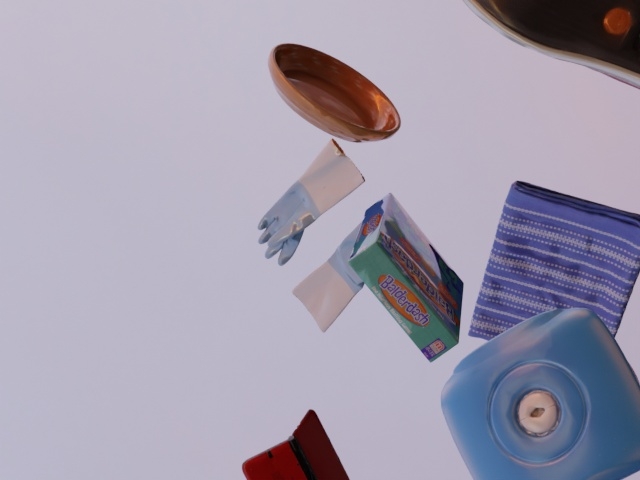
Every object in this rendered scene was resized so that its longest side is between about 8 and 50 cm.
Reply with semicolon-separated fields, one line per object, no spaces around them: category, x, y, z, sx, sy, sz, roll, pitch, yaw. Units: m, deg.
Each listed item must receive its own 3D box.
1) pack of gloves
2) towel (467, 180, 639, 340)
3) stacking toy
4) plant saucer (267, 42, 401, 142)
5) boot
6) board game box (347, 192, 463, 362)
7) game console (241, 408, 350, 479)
pack of gloves;0.000;0.000;1.943;0.046;0.232;0.195;-19;-112;-50
towel;0.392;0.068;2.193;0.040;0.243;0.336;-63;-13;-52
stacking toy;0.260;0.179;1.296;0.302;0.175;0.165;22;-141;-59
plant saucer;0.014;-0.191;1.774;0.200;0.037;0.200;26;-153;-14
boot;0.207;-0.151;0.960;0.088;0.244;0.176;-61;-17;7
board game box;0.110;0.041;1.650;0.160;0.047;0.210;50;-162;-10
game console;-0.031;0.332;1.864;0.144;0.124;0.085;64;179;-14
